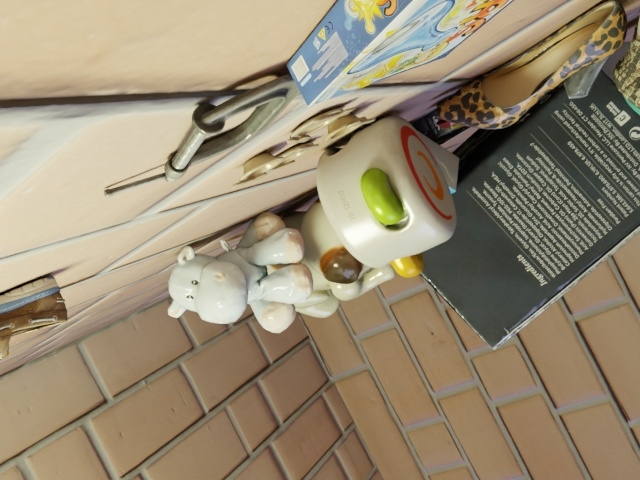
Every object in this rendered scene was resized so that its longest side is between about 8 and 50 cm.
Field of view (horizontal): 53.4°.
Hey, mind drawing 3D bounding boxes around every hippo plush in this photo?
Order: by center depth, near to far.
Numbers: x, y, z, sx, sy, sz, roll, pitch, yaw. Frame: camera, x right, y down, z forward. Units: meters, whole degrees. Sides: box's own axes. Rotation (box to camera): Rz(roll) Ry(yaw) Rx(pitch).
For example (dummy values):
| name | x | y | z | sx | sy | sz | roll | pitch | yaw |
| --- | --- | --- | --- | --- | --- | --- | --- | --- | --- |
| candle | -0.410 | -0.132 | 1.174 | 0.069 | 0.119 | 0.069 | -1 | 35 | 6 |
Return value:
| name | x | y | z | sx | sy | sz | roll | pitch | yaw |
| --- | --- | --- | --- | --- | --- | --- | --- | --- | --- |
| hippo plush | -0.181 | 0.053 | 1.280 | 0.294 | 0.235 | 0.236 | 24 | -168 | 35 |

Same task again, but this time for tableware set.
| name | x | y | z | sx | sy | sz | roll | pitch | yaw |
| --- | --- | --- | --- | --- | --- | --- | --- | --- | --- |
| tableware set | -0.019 | -0.107 | 0.720 | 0.168 | 0.020 | 0.141 | -27 | 179 | 32 |

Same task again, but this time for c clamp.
| name | x | y | z | sx | sy | sz | roll | pitch | yaw |
| --- | --- | --- | --- | --- | --- | --- | --- | --- | --- |
| c clamp | -0.080 | -0.076 | 0.477 | 0.137 | 0.022 | 0.160 | -27 | 180 | -33 |

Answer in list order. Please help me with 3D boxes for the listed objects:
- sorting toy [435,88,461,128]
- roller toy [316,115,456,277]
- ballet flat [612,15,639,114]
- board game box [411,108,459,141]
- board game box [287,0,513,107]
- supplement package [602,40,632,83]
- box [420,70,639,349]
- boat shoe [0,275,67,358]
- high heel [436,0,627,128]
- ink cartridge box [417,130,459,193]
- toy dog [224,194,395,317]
| name | x | y | z | sx | sy | sz | roll | pitch | yaw |
| --- | --- | --- | --- | --- | --- | --- | --- | --- | --- |
| sorting toy | 0.227 | -0.226 | 1.032 | 0.102 | 0.042 | 0.061 | -39 | -163 | -9 |
| roller toy | 0.091 | -0.063 | 0.903 | 0.146 | 0.191 | 0.209 | -26 | 140 | 26 |
| ballet flat | 0.476 | -0.275 | 0.844 | 0.163 | 0.182 | 0.483 | 0 | -159 | 24 |
| board game box | 0.225 | -0.213 | 1.200 | 0.141 | 0.048 | 0.170 | -31 | 177 | 43 |
| board game box | 0.079 | -0.152 | 0.369 | 0.136 | 0.035 | 0.201 | -27 | 179 | -28 |
| supplement package | 0.703 | -0.365 | 1.419 | 0.203 | 0.149 | 0.194 | 0 | -169 | 22 |
| box | 0.413 | -0.088 | 1.344 | 0.472 | 0.297 | 0.480 | -45 | -177 | 11 |
| boat shoe | -0.375 | 0.105 | 0.716 | 0.183 | 0.066 | 0.066 | -27 | 179 | -30 |
| high heel | 0.297 | -0.255 | 0.914 | 0.261 | 0.093 | 0.186 | -15 | 155 | -4 |
| ink cartridge box | 0.126 | -0.107 | 1.176 | 0.231 | 0.134 | 0.078 | -29 | -138 | 50 |
| toy dog | 0.000 | 0.000 | 1.523 | 0.395 | 0.285 | 0.408 | 14 | 160 | -26 |
